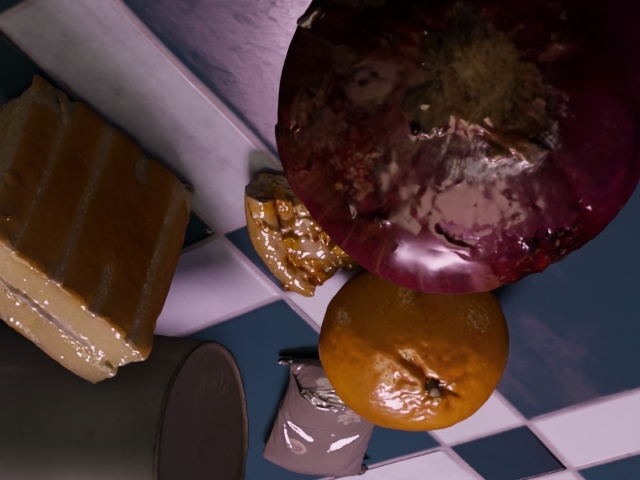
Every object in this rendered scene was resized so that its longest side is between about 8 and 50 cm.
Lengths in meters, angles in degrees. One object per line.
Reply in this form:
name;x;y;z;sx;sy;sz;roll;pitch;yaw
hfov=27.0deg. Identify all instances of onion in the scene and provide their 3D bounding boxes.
onion;0.129;-0.122;1.209;0.348;0.347;0.385;5;177;4

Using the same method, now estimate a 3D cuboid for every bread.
bread;-0.262;-0.019;1.405;0.111;0.246;0.239;-23;127;35

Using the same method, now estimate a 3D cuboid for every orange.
orange;0.108;0.122;1.544;0.219;0.193;0.219;8;124;12

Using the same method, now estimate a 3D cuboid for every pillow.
pillow;0.010;0.249;1.798;0.169;0.059;0.255;9;138;-4

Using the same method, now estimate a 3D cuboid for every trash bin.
trash bin;-0.326;0.226;1.555;0.432;0.280;0.280;2;139;21

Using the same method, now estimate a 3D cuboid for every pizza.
pizza;0.000;0.000;1.515;0.161;0.062;0.182;-3;136;5
